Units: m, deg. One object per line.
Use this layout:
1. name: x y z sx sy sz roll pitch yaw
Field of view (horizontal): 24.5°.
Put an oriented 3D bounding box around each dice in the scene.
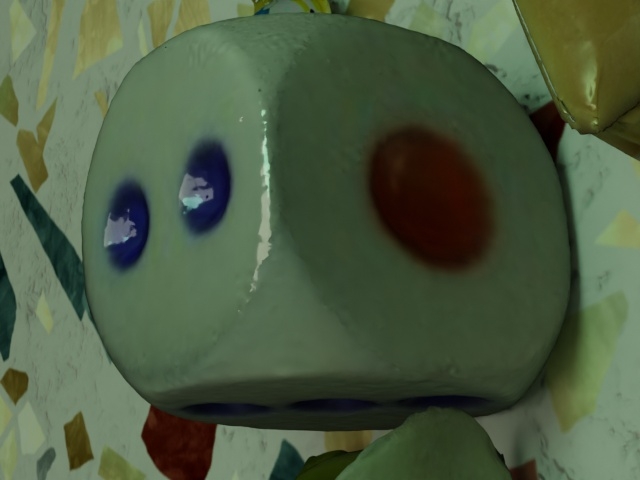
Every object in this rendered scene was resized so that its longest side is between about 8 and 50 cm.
1. dice: 0.000 0.000 1.024 0.251 0.259 0.243 -22 67 51

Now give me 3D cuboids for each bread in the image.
1. bread: 0.190 -0.180 0.914 0.136 0.107 0.241 -46 51 43

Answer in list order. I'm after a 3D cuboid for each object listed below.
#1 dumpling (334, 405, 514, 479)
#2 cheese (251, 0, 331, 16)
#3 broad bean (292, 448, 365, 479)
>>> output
1. dumpling: 0.065 0.250 0.929 0.175 0.227 0.243 -52 45 26
2. cheese: -0.035 -0.177 1.250 0.156 0.064 0.250 -29 51 47
3. broad bean: 0.035 0.218 1.103 0.174 0.082 0.124 -5 82 43
